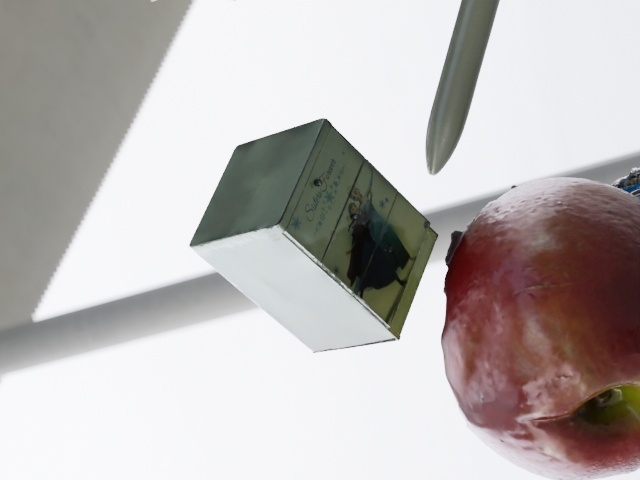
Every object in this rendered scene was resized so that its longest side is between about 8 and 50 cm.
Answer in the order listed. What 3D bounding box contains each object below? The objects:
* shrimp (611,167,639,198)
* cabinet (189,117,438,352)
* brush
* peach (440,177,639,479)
[{"bbox_3d":[0.477,-0.119,1.795,0.054,0.290,0.222,59,-163,-11],"label":"shrimp"},{"bbox_3d":[0.000,0.000,1.568,0.206,0.150,0.145,43,-127,-29],"label":"cabinet"},{"bbox_3d":[0.103,-0.182,0.851,0.042,0.039,0.299,42,-115,-78],"label":"brush"},{"bbox_3d":[0.244,0.071,1.451,0.281,0.281,0.338,58,-172,-33],"label":"peach"}]
